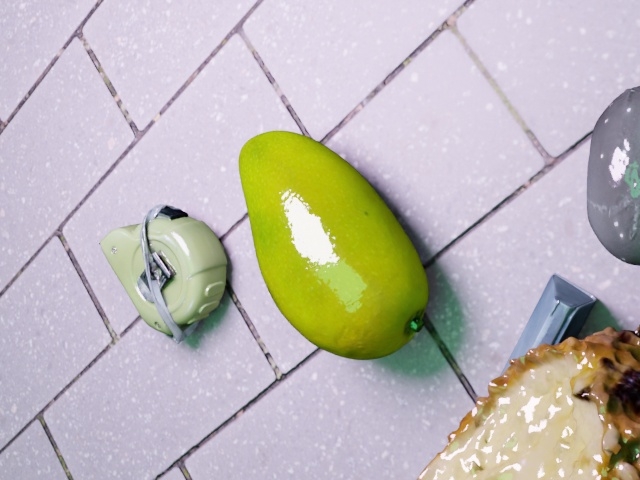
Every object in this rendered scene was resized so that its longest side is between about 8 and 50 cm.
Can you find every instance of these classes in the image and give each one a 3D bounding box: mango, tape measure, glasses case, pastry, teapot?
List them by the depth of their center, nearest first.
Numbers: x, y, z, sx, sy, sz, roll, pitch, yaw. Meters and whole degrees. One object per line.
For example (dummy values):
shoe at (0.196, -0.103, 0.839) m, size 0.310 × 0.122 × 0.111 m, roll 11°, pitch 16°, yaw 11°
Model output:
teapot at (0.395, -0.059, 0.913) m, size 0.250 × 0.183 × 0.184 m, roll 5°, pitch 97°, yaw 22°
pastry at (0.274, 0.305, 0.931) m, size 0.337 × 0.292 × 0.405 m, roll 39°, pitch 94°, yaw -20°
glasses case at (0.238, 0.177, 1.085) m, size 0.056 × 0.105 × 0.266 m, roll 23°, pitch 109°, yaw 3°
mango at (0.000, 0.000, 1.187) m, size 0.192 × 0.156 × 0.343 m, roll -41°, pitch 68°, yaw 20°
tape measure at (-0.223, 0.043, 1.369) m, size 0.175 × 0.106 × 0.200 m, roll -38°, pitch 75°, yaw 34°
